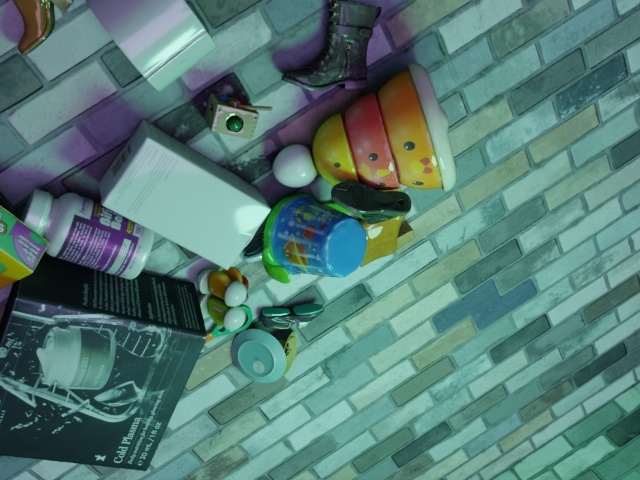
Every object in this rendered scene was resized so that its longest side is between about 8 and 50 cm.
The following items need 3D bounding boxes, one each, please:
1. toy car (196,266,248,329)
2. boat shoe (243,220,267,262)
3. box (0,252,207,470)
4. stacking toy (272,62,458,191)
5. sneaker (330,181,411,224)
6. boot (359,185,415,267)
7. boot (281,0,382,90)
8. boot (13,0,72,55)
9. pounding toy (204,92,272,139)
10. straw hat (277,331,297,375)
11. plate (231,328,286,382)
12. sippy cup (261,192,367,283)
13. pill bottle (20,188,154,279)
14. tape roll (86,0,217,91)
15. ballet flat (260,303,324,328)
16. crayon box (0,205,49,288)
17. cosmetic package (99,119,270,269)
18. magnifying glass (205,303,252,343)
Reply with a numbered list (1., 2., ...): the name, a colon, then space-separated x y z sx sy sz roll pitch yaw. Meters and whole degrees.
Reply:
1. toy car: -0.269 0.160 1.865 0.136 0.159 0.182 -28 132 -49
2. boat shoe: -0.154 -0.013 1.849 0.183 0.065 0.083 -31 123 -11
3. box: -0.622 0.321 1.719 0.471 0.297 0.480 17 110 -25
4. stacking toy: 0.103 -0.241 1.724 0.479 0.351 0.351 -17 123 9
5. sneaker: 0.114 -0.093 1.688 0.227 0.130 0.087 5 72 -28
6. boot: 0.157 -0.058 1.913 0.211 0.104 0.295 -27 127 -5
7. boot: 0.026 -0.507 1.646 0.262 0.091 0.229 -6 113 -22
8. boot: -0.647 -0.519 1.396 0.152 0.073 0.197 36 101 -24
9. pounding toy: -0.209 -0.320 1.613 0.130 0.141 0.100 9 113 -24
10. straw hat: -0.126 0.354 2.049 0.061 0.144 0.145 13 118 16
11. plate: -0.196 0.365 1.989 0.188 0.024 0.188 6 108 18
12. sippy cup: 0.000 0.000 1.769 0.240 0.224 0.306 30 79 -44
13. pill bottle: -0.590 -0.021 1.616 0.301 0.169 0.169 21 108 -29
14. tape roll: -0.367 -0.478 1.411 0.169 0.246 0.246 -38 123 1
15. ballet flat: -0.089 0.241 2.002 0.203 0.074 0.074 -4 118 -11
16. crayon box: -0.875 -0.020 1.467 0.313 0.106 0.363 -23 129 30
17. cosmetic package: -0.347 -0.113 1.668 0.385 0.156 0.217 32 103 -32
18. magnifying glass: -0.313 0.275 1.966 0.231 0.026 0.092 -34 123 -3
